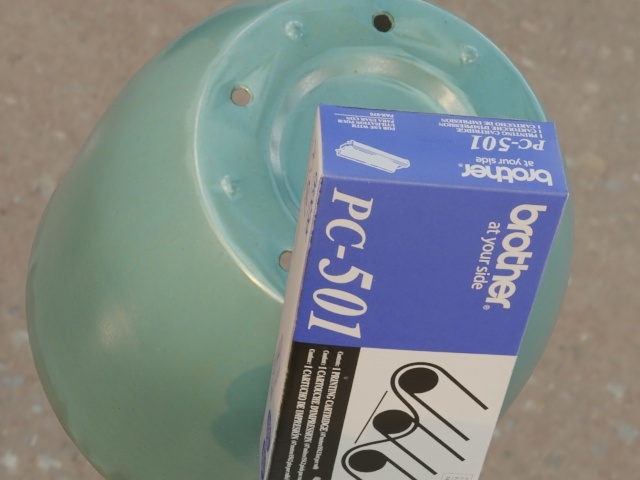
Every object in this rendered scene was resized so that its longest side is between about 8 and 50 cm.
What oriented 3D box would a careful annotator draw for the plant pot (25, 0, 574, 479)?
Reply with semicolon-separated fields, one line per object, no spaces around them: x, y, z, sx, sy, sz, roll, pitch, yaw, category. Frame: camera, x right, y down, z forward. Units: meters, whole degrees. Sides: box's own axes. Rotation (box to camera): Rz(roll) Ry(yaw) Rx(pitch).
0.000;0.000;0.920;0.293;0.235;0.293;5;70;-13;plant pot

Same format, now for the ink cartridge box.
0.033;0.037;0.732;0.097;0.207;0.046;4;44;-6;ink cartridge box
